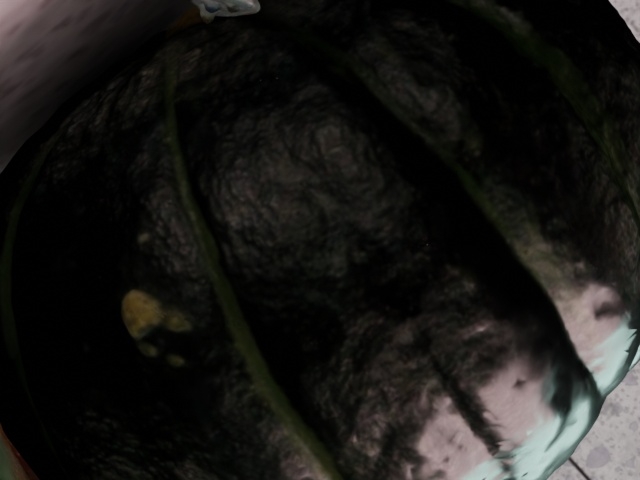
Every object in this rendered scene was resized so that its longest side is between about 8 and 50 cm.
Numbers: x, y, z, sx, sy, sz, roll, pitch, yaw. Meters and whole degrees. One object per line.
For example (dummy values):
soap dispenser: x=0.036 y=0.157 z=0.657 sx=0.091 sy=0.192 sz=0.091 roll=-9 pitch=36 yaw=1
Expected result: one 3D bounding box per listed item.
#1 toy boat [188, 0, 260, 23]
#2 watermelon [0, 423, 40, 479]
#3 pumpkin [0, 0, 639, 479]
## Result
toy boat: x=-0.021 y=-0.070 z=0.353 sx=0.038 sy=0.038 sz=0.083 roll=-42 pitch=-173 yaw=-6
watermelon: x=-0.165 y=0.196 z=0.505 sx=0.250 sy=0.293 sz=0.283 roll=-15 pitch=-149 yaw=0
pumpkin: x=0.000 y=0.000 z=0.440 sx=0.220 sy=0.162 sz=0.220 roll=-25 pitch=-161 yaw=9
